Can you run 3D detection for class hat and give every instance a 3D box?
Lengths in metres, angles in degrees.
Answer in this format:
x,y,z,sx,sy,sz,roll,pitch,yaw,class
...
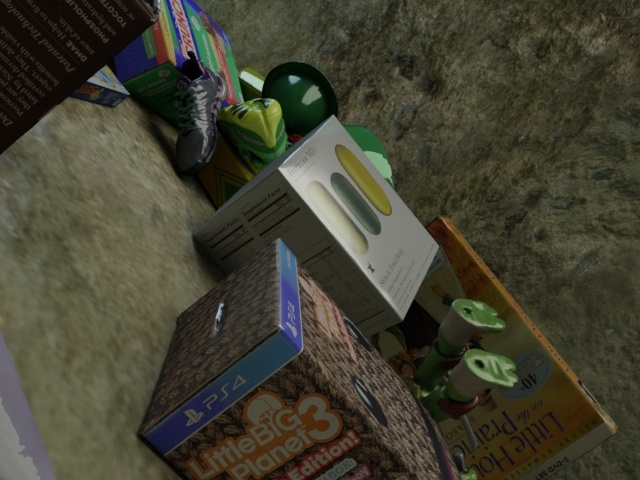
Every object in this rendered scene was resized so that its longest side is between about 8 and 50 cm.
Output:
x,y,z,sx,sy,sz,roll,pitch,yaw,class
-0.076,-0.238,1.278,0.183,0.209,0.172,-39,127,-49,hat

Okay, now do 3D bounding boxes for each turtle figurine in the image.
x,y,z,sx,sy,sz,roll,pitch,yaw,class
0.180,0.226,0.870,0.275,0.266,0.198,37,36,15,turtle figurine

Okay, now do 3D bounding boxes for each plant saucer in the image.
x,y,z,sx,sy,sz,roll,pitch,yaw,class
-0.167,-0.275,1.472,0.188,0.188,0.045,39,14,34,plant saucer

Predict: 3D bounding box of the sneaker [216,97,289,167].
x,y,z,sx,sy,sz,roll,pitch,yaw,class
-0.125,-0.195,1.230,0.295,0.110,0.123,-130,-156,-73,sneaker

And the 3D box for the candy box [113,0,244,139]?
x,y,z,sx,sy,sz,roll,pitch,yaw,class
-0.283,-0.367,1.339,0.317,0.122,0.268,32,39,-63,candy box

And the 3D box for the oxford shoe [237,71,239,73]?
x,y,z,sx,sy,sz,roll,pitch,yaw,class
-0.291,-0.415,1.762,0.449,0.169,0.130,46,-36,21,oxford shoe

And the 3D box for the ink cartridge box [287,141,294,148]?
x,y,z,sx,sy,sz,roll,pitch,yaw,class
-0.030,-0.094,1.388,0.311,0.065,0.185,-136,-134,-57,ink cartridge box

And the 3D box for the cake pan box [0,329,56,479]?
x,y,z,sx,sy,sz,roll,pitch,yaw,class
-0.237,0.029,0.251,0.266,0.070,0.246,55,7,28,cake pan box

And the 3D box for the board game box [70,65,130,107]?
x,y,z,sx,sy,sz,roll,pitch,yaw,class
-0.362,-0.261,0.948,0.136,0.035,0.201,52,8,-1,board game box

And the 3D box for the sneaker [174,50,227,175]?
x,y,z,sx,sy,sz,roll,pitch,yaw,class
-0.226,-0.217,1.140,0.098,0.083,0.223,47,37,-47,sneaker

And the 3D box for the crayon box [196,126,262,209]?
x,y,z,sx,sy,sz,roll,pitch,yaw,class
-0.127,-0.070,1.252,0.318,0.081,0.202,56,9,23,crayon box

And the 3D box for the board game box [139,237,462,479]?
x,y,z,sx,sy,sz,roll,pitch,yaw,class
-0.002,0.176,0.641,0.291,0.141,0.232,50,8,-16,board game box

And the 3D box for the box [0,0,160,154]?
x,y,z,sx,sy,sz,roll,pitch,yaw,class
-0.279,-0.217,0.613,0.167,0.203,0.168,48,9,-28,box

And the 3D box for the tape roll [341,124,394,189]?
x,y,z,sx,sy,sz,roll,pitch,yaw,class
0.039,-0.083,1.411,0.077,0.321,0.321,-4,41,-26,tape roll

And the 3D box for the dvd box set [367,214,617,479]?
x,y,z,sx,sy,sz,roll,pitch,yaw,class
0.213,0.214,1.090,0.420,0.308,0.062,55,20,19,dvd box set

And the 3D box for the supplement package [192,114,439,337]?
x,y,z,sx,sy,sz,roll,pitch,yaw,class
0.000,0.000,0.989,0.262,0.198,0.199,50,38,-10,supplement package
